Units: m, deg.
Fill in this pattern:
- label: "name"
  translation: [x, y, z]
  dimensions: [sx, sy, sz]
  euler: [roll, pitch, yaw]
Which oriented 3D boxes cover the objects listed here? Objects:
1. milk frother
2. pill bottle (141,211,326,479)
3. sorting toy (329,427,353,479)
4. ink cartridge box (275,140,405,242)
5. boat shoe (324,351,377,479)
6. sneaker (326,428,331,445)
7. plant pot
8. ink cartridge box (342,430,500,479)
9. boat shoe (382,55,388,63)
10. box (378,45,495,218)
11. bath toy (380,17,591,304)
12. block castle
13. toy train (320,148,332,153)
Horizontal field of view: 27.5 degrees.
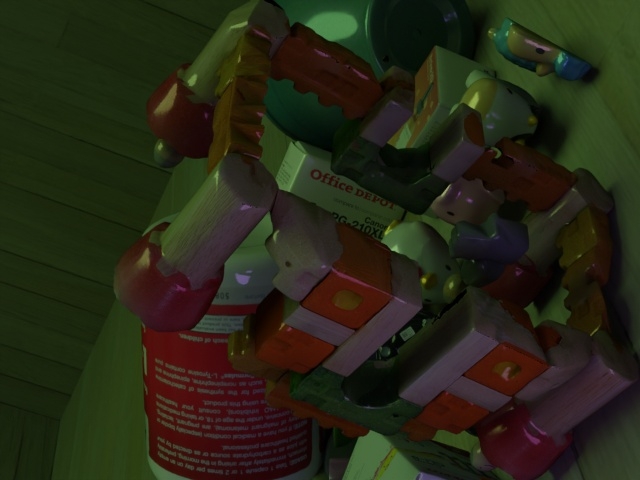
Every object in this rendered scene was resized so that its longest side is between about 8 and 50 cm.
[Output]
- label: "milk frother"
  translation: [0.140, 0.145, 1.379]
  dimensions: [0.135, 0.129, 0.143]
  euler: [32, -137, -72]
- label: "pill bottle"
  translation: [-0.105, 0.178, 1.616]
  dimensions: [0.229, 0.229, 0.408]
  euler: [-119, 28, -70]
- label: "sorting toy"
  translation: [0.073, 0.160, 1.556]
  dimensions: [0.127, 0.126, 0.366]
  euler: [87, -178, -49]
- label: "ink cartridge box"
  translation: [0.000, 0.000, 1.863]
  dimensions: [0.100, 0.172, 0.237]
  euler: [-128, 60, -71]
- label: "boat shoe"
  translation: [0.044, 0.226, 1.654]
  dimensions: [0.183, 0.065, 0.083]
  euler: [-68, 13, -20]
- label: "sneaker"
  translation: [-0.074, 0.193, 1.925]
  dimensions: [0.385, 0.147, 0.145]
  euler: [-113, 44, -69]
- label: "plant pot"
  translation: [0.071, -0.273, 1.846]
  dimensions: [0.255, 0.271, 0.272]
  euler: [-1, 69, 58]
- label: "ink cartridge box"
  translation: [0.101, 0.273, 1.274]
  dimensions: [0.127, 0.128, 0.176]
  euler: [-69, 17, 4]
- label: "boat shoe"
  translation: [0.105, -0.292, 2.066]
  dimensions: [0.073, 0.073, 0.207]
  euler: [-99, 26, -57]
- label: "box"
  translation: [0.149, -0.139, 1.687]
  dimensions: [0.130, 0.091, 0.170]
  euler: [-88, 23, -48]
- label: "bath toy"
  translation: [0.175, -0.071, 1.481]
  dimensions: [0.151, 0.129, 0.348]
  euler: [-1, -58, -59]
- label: "block castle"
  translation: [0.050, 0.016, 1.185]
  dimensions: [0.213, 0.453, 0.303]
  euler: [-47, 27, 38]
- label: "toy train"
  translation: [-0.005, -0.061, 2.046]
  dimensions: [0.190, 0.142, 0.334]
  euler: [124, 162, -68]
